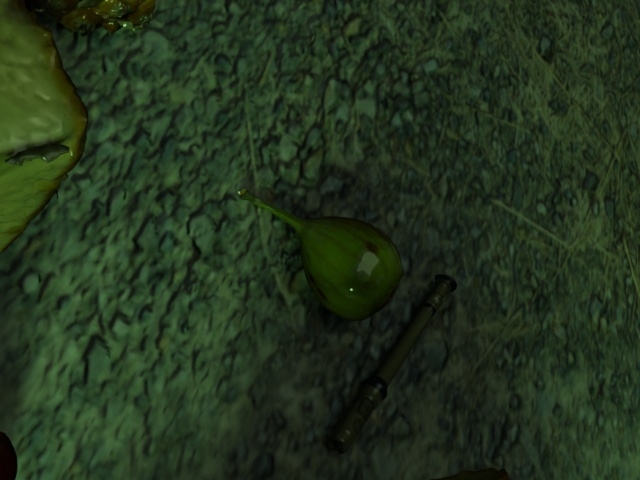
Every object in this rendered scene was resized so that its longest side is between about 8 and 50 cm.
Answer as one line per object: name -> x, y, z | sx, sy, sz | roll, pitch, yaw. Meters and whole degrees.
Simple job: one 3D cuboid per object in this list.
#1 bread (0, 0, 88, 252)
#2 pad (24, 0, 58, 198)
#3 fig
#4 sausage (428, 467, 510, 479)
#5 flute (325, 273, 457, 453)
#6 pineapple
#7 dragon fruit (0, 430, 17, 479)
bread -> -0.306, -0.097, 0.502 | 0.207, 0.279, 0.279 | -24, 88, -38
pad -> -0.245, -0.209, 0.632 | 0.055, 0.250, 0.323 | -28, 81, -20
fig -> 0.009, -0.004, 0.806 | 0.093, 0.093, 0.166 | -36, 92, -40
sausage -> 0.070, 0.327, 0.611 | 0.233, 0.233, 0.287 | -7, 76, -37
flute -> 0.072, 0.112, 0.839 | 0.027, 0.027, 0.233 | 47, 51, -9
pineapple -> -0.212, -0.233, 0.773 | 0.137, 0.069, 0.116 | 18, 55, -39
dragon fruit -> -0.242, 0.166, 0.516 | 0.127, 0.161, 0.120 | 2, 67, -23
